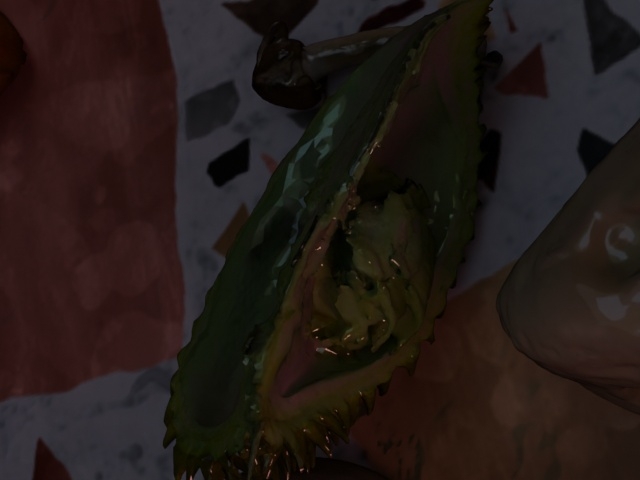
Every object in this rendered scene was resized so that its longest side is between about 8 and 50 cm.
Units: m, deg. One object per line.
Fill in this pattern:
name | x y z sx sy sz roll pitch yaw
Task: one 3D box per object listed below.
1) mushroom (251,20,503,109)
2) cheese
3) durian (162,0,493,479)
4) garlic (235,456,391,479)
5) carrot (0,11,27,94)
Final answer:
mushroom | 0.035 -0.131 1.079 0.187 0.061 0.060 -6 69 24
cheese | 0.229 0.036 0.861 0.248 0.173 0.251 -28 70 19
durian | -0.001 0.007 0.976 0.157 0.169 0.355 19 69 17
garlic | -0.033 0.236 0.991 0.245 0.145 0.164 -40 92 17
carrot | -0.362 -0.099 1.256 0.159 0.159 0.225 44 111 30
